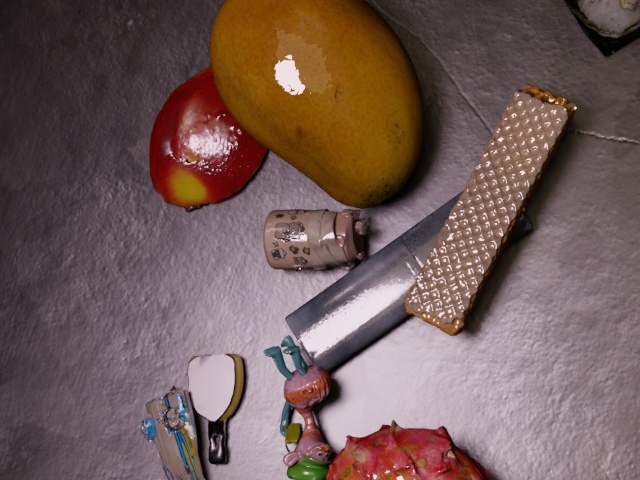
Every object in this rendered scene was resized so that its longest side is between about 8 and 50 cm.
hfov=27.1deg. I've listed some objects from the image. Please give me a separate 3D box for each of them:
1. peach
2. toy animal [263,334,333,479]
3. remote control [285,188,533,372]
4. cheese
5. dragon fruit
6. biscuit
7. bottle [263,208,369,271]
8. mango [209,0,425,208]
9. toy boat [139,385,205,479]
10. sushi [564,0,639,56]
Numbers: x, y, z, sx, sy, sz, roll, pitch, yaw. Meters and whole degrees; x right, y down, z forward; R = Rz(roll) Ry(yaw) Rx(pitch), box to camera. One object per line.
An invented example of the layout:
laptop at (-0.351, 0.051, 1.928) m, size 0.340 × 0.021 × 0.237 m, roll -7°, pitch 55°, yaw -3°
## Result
peach at (-0.167, -0.180, 2.042) m, size 0.189 × 0.068 × 0.279 m, roll 20°, pitch 84°, yaw 14°
toy animal at (-0.032, 0.242, 1.910) m, size 0.103 × 0.100 × 0.208 m, roll -2°, pitch 103°, yaw 51°
remote control at (0.128, 0.048, 1.942) m, size 0.377 × 0.044 × 0.107 m, roll -36°, pitch 79°, yaw 4°
cheese at (-0.154, 0.250, 1.971) m, size 0.086 × 0.036 × 0.162 m, roll -4°, pitch 79°, yaw 9°
dragon fruit at (0.135, 0.351, 1.807) m, size 0.268 × 0.210 × 0.205 m, roll 12°, pitch 122°, yaw 17°
biscuit at (0.242, -0.047, 1.882) m, size 0.094 × 0.054 × 0.378 m, roll 28°, pitch 87°, yaw 16°
bottle at (0.000, 0.000, 1.951) m, size 0.152 × 0.099 × 0.099 m, roll -1°, pitch 79°, yaw 16°
mango at (0.004, -0.223, 1.938) m, size 0.264 × 0.221 × 0.378 m, roll -36°, pitch 84°, yaw -1°
toy boat at (-0.206, 0.320, 1.960) m, size 0.084 × 0.066 × 0.210 m, roll -22°, pitch 83°, yaw 42°
sushi at (0.389, -0.414, 1.936) m, size 0.134 × 0.109 × 0.273 m, roll -38°, pitch 73°, yaw 3°
